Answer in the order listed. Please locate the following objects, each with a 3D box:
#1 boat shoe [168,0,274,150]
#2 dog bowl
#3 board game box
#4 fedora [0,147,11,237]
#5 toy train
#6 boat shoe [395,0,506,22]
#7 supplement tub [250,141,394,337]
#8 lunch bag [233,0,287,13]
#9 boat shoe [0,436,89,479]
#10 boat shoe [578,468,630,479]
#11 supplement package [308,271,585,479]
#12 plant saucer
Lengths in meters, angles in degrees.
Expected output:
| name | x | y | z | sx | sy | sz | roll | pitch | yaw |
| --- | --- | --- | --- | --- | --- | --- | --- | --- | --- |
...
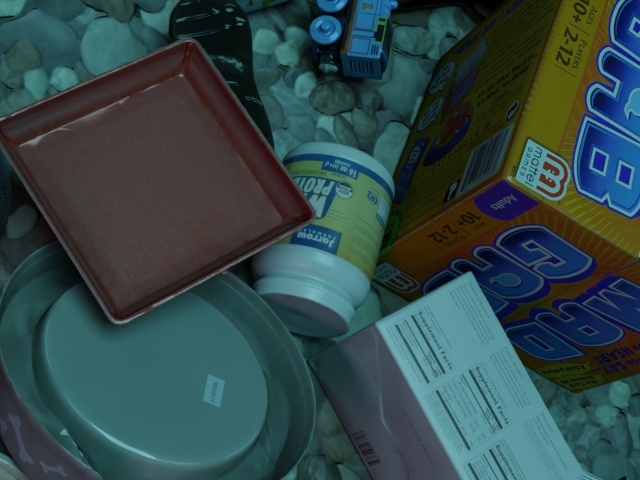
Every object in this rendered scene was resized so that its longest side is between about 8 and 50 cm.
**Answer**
| name | x | y | z | sx | sy | sz | roll | pitch | yaw |
| --- | --- | --- | --- | --- | --- | --- | --- | --- | --- |
| boat shoe | -0.128 | -0.131 | 1.462 | 0.122 | 0.120 | 0.324 | 5 | 65 | -17 |
| dog bowl | -0.180 | 0.151 | 1.285 | 0.348 | 0.102 | 0.349 | 22 | 38 | -18 |
| board game box | 0.322 | -0.076 | 1.520 | 0.356 | 0.356 | 0.356 | 29 | 64 | -14 |
| fedora | -0.458 | -0.112 | 1.257 | 0.334 | 0.334 | 0.152 | 31 | 32 | -13 |
| toy train | 0.047 | -0.299 | 1.612 | 0.105 | 0.080 | 0.184 | 8 | 71 | 7 |
| boat shoe | 0.244 | -0.364 | 1.728 | 0.355 | 0.132 | 0.130 | -2 | 83 | -17 |
| supplement tub | 0.000 | 0.000 | 1.466 | 0.144 | 0.144 | 0.200 | 23 | 64 | -16 |
| lunch bag | -0.095 | -0.377 | 1.584 | 0.128 | 0.096 | 0.151 | -19 | 67 | -26 |
| boat shoe | -0.285 | 0.246 | 1.274 | 0.324 | 0.117 | 0.097 | 19 | 35 | -12 |
| boat shoe | 0.383 | 0.338 | 1.569 | 0.227 | 0.079 | 0.081 | 23 | 69 | -13 |
| supplement package | 0.139 | 0.201 | 1.429 | 0.145 | 0.204 | 0.262 | -26 | 85 | -28 |
| plant saucer | -0.178 | -0.063 | 1.318 | 0.258 | 0.048 | 0.259 | -29 | 77 | -26 |
